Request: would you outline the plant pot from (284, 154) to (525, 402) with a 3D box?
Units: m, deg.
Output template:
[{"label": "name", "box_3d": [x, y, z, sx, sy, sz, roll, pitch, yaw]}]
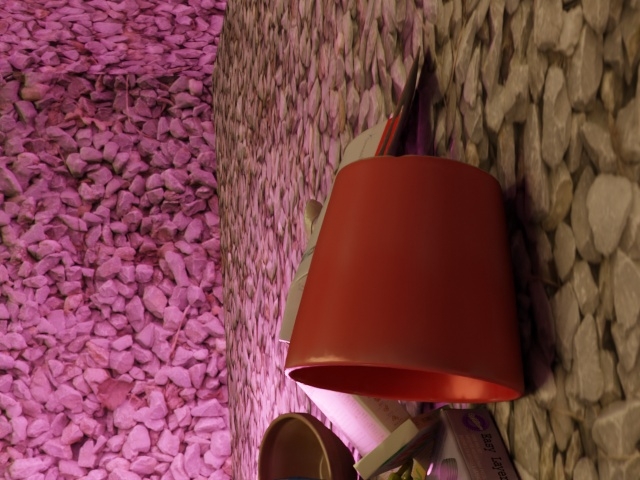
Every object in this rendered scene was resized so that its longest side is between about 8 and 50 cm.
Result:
[{"label": "plant pot", "box_3d": [0.102, 0.048, 1.227, 0.275, 0.274, 0.243, 129, 147, -72]}]

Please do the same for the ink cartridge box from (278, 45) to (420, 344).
[{"label": "ink cartridge box", "box_3d": [0.041, -0.062, 1.584, 0.385, 0.091, 0.308, 101, -171, -49]}]

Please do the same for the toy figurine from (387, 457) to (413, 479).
[{"label": "toy figurine", "box_3d": [0.083, 0.480, 1.409, 0.217, 0.191, 0.363, 50, 144, 23]}]

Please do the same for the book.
[{"label": "book", "box_3d": [0.107, 0.247, 1.343, 0.096, 0.144, 0.035, -44, 72, 19]}]

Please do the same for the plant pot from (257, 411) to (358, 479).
[{"label": "plant pot", "box_3d": [-0.008, 0.430, 1.971, 0.237, 0.109, 0.237, -1, 89, 54]}]

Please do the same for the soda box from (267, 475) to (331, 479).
[{"label": "soda box", "box_3d": [-0.005, 0.443, 1.819, 0.210, 0.067, 0.071, -10, 81, 52]}]

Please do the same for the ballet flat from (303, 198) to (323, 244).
[{"label": "ballet flat", "box_3d": [0.000, 0.000, 2.180, 0.052, 0.057, 0.168, 13, 109, 49]}]

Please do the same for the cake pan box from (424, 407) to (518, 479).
[{"label": "cake pan box", "box_3d": [0.180, 0.377, 1.276, 0.246, 0.070, 0.267, -105, 19, -57]}]

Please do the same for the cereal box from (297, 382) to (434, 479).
[{"label": "cereal box", "box_3d": [0.070, 0.252, 1.518, 0.240, 0.047, 0.173, 48, 158, 8]}]
